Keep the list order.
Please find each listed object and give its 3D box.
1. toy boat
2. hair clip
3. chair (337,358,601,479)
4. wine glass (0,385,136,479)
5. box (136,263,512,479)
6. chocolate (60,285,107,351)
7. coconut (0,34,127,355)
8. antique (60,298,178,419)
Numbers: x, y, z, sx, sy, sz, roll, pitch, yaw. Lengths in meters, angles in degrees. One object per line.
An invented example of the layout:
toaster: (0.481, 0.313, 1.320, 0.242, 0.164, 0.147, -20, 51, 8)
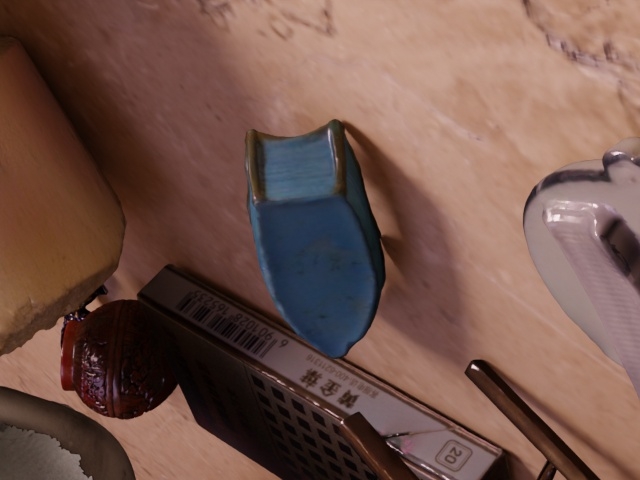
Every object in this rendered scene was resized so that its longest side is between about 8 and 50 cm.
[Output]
toy boat: (0.000, 0.000, 1.013, 0.075, 0.077, 0.185, -8, 138, 8)
hair clip: (0.162, 0.039, 0.838, 0.140, 0.054, 0.220, 14, 140, 55)
chair: (0.141, 0.234, 0.967, 0.319, 0.160, 0.186, 42, 130, 28)
wine glass: (-0.163, 0.205, 1.246, 0.321, 0.143, 0.143, 26, 169, -35)
box: (0.010, 0.147, 1.253, 0.325, 0.047, 0.180, 28, 152, 33)
chocolate: (-0.210, 0.051, 1.443, 0.072, 0.070, 0.147, 34, 146, 46)
coconut: (-0.279, -0.040, 1.178, 0.239, 0.239, 0.244, -3, 123, 59)
antique: (-0.161, 0.098, 1.380, 0.104, 0.104, 0.104, 35, 155, 20)
